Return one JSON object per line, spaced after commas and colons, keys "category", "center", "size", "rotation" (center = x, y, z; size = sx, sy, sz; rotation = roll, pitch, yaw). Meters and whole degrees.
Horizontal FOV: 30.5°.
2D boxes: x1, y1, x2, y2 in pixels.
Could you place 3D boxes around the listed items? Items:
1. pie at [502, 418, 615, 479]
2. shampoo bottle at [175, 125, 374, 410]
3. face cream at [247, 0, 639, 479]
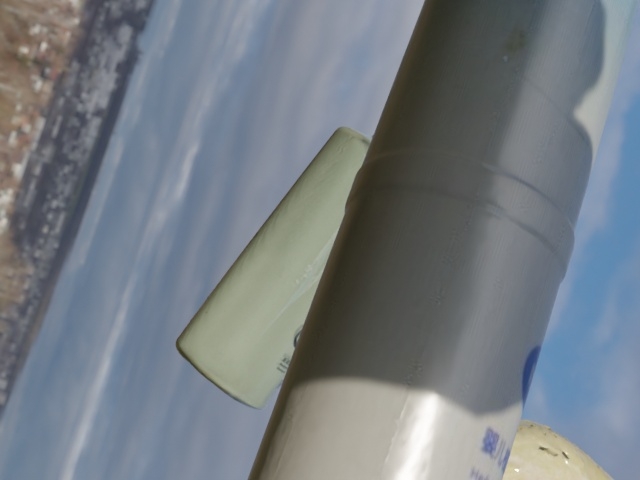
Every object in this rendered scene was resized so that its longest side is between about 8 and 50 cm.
{"category": "pie", "center": [0.088, 0.250, 0.688], "size": [0.075, 0.337, 0.337], "rotation": [-11, -119, 65]}
{"category": "shampoo bottle", "center": [0.000, 0.000, 0.885], "size": [0.262, 0.085, 0.085], "rotation": [-53, -168, -2]}
{"category": "face cream", "center": [0.046, -0.005, 0.395], "size": [0.077, 0.077, 0.250], "rotation": [138, -26, -67]}
